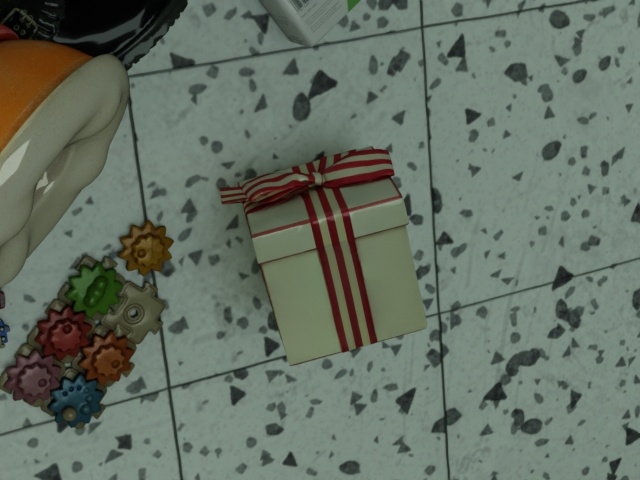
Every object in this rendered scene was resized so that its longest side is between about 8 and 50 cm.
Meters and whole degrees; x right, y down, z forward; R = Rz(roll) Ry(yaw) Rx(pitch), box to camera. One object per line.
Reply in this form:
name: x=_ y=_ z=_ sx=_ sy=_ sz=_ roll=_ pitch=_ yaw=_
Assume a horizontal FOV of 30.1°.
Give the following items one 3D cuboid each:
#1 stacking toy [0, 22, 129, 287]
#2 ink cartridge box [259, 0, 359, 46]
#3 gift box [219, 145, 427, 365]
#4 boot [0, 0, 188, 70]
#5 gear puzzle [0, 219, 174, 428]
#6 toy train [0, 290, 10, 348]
stacking toy: x=-0.503 y=-0.189 z=1.426 sx=0.480 sy=0.350 sz=0.351 roll=35 pitch=87 yaw=-2
ink cartridge box: x=-0.036 y=-0.421 z=1.749 sx=0.160 sy=0.092 sz=0.219 roll=-45 pitch=119 yaw=-9
gift box: x=0.000 y=0.000 z=1.809 sx=0.255 sy=0.276 sz=0.258 roll=-17 pitch=116 yaw=-7
boot: x=-0.361 y=-0.324 z=1.593 sx=0.348 sy=0.131 sz=0.260 roll=-43 pitch=119 yaw=-9
gear puzzle: x=-0.322 y=0.123 z=1.793 sx=0.175 sy=0.044 sz=0.339 roll=36 pitch=87 yaw=-30
toy train: x=-0.473 y=0.085 z=1.718 sx=0.036 sy=0.027 sz=0.158 roll=-15 pitch=111 yaw=-34
